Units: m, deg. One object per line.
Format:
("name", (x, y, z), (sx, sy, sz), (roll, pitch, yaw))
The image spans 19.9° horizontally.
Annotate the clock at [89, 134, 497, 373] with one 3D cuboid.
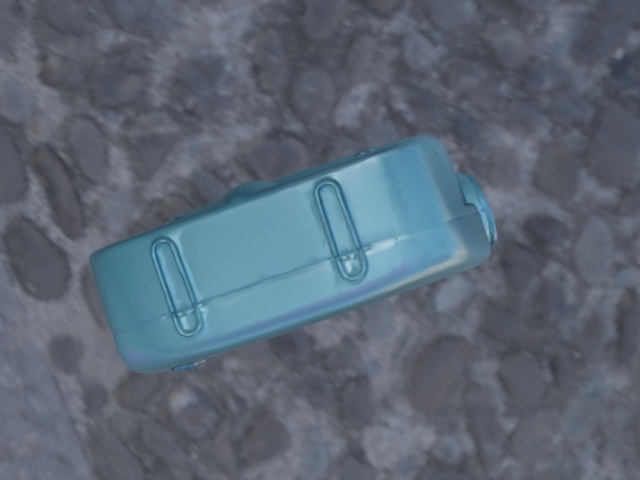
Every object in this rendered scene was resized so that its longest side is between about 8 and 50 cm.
("clock", (0.000, 0.001, 0.559), (0.108, 0.147, 0.045), (-18, 90, 14))
